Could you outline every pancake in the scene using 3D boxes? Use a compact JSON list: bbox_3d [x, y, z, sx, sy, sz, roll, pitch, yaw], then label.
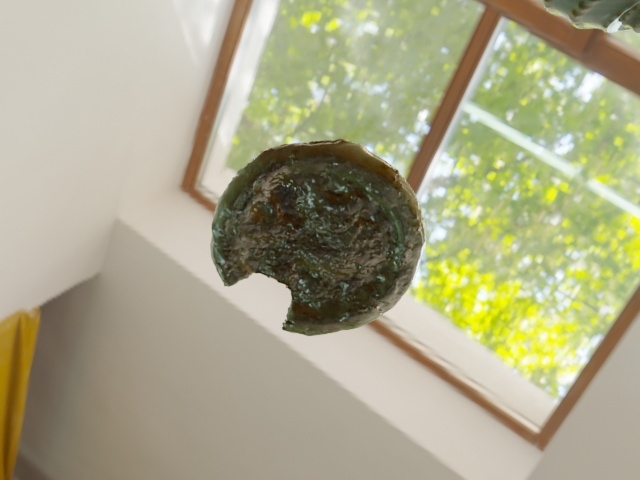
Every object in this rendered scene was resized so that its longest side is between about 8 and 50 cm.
[{"bbox_3d":[0.000,0.000,1.188,0.254,0.253,0.037,17,-149,-8],"label":"pancake"}]

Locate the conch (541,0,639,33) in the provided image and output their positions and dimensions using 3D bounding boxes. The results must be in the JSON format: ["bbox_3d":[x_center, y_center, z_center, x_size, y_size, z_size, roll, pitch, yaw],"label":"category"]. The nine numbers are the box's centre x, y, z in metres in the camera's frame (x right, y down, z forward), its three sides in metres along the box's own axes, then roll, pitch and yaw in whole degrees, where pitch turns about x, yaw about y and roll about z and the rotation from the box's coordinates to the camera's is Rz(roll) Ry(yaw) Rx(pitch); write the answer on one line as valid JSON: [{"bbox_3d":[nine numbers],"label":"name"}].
[{"bbox_3d":[0.284,-0.336,0.921,0.319,0.303,0.215,57,-148,-23],"label":"conch"}]
